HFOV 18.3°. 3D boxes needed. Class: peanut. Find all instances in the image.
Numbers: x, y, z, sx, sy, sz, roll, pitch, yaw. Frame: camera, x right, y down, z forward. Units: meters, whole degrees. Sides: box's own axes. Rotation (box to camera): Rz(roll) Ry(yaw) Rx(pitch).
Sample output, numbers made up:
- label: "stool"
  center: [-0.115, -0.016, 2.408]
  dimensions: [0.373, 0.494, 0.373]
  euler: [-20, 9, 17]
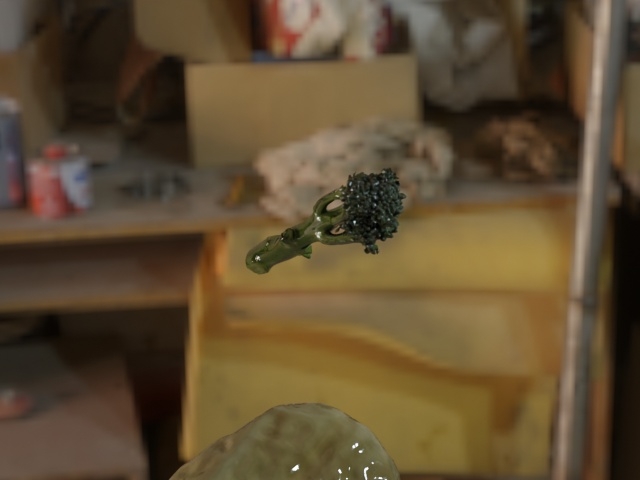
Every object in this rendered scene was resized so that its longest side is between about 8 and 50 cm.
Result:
- label: "peanut"
  center: [-0.057, 0.215, 1.197]
  dimensions: [0.143, 0.159, 0.291]
  euler: [26, 34, 16]

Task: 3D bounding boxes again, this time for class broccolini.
- label: "broccolini"
  center: [0.002, -0.001, 1.653]
  dimensions: [0.216, 0.058, 0.067]
  euler: [-34, 26, 57]
